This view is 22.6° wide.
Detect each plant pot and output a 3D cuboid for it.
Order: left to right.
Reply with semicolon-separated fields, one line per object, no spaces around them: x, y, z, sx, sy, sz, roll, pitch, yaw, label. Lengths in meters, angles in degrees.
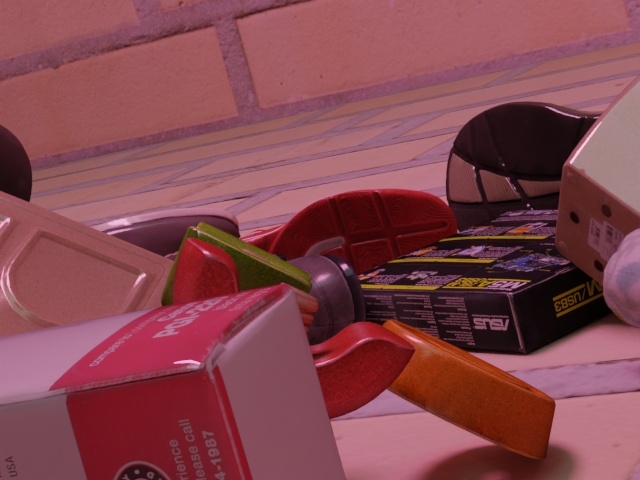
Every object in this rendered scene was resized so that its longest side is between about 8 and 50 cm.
0.199;-0.023;0.945;0.096;0.109;0.109;-30;52;-25;plant pot

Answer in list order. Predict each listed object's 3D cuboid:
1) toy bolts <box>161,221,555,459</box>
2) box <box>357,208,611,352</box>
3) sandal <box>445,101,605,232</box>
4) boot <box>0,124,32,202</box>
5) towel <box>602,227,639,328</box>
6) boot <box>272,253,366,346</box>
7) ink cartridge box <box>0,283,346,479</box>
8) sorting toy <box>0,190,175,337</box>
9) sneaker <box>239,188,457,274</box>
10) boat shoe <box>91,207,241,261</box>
-0.018;0.101;0.710;0.218;0.158;0.228;26;1;2;toy bolts
0.131;0.022;1.064;0.184;0.045;0.190;-24;14;-34;box
0.221;-0.047;1.202;0.302;0.120;0.086;-5;-14;39;sandal
-0.289;0.054;0.984;0.305;0.112;0.115;-57;11;-12;boot
0.374;-0.014;0.777;0.374;0.090;0.320;-18;7;-20;towel
-0.147;0.067;1.094;0.338;0.118;0.222;9;20;42;boot
-0.099;0.115;0.515;0.218;0.159;0.092;-11;11;18;ink cartridge box
-0.208;0.072;0.830;0.229;0.041;0.307;25;38;0;sorting toy
0.000;0.000;1.273;0.221;0.087;0.128;-12;11;8;sneaker
-0.219;0.059;1.314;0.335;0.095;0.112;-13;-27;-12;boat shoe
